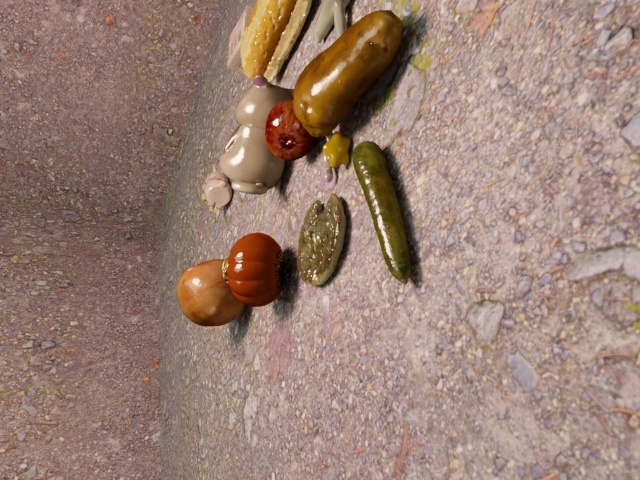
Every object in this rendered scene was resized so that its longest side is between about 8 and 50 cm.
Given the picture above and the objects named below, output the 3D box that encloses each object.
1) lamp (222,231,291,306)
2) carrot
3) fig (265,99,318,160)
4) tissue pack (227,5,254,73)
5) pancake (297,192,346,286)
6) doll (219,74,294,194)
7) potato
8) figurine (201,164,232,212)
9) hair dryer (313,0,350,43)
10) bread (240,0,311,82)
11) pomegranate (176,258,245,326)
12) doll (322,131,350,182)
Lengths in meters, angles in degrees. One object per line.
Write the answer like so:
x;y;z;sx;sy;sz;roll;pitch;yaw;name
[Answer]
-0.188;0.086;1.418;0.223;0.197;0.223;-2;-90;-80;lamp
0.131;-0.068;0.994;0.074;0.074;0.358;-50;40;44;carrot
-0.072;-0.346;1.412;0.175;0.175;0.207;-47;15;47;fig
-0.315;-0.867;2.078;0.225;0.124;0.184;-21;61;59;tissue pack
0.000;0.000;1.259;0.254;0.037;0.253;-33;53;57;pancake
-0.199;-0.333;1.574;0.226;0.215;0.369;18;95;58;doll
0.055;-0.406;1.155;0.369;0.196;0.176;-38;81;42;potato
-0.478;-0.244;2.190;0.235;0.127;0.155;-116;34;-57;figurine
0.042;-0.601;1.385;0.206;0.076;0.237;134;130;-58;hair dryer
-0.165;-0.778;1.714;0.375;0.165;0.236;-51;36;46;bread
-0.369;0.177;1.692;0.271;0.252;0.228;-34;57;28;pomegranate
0.029;-0.220;1.256;0.113;0.072;0.135;-140;58;-68;doll
